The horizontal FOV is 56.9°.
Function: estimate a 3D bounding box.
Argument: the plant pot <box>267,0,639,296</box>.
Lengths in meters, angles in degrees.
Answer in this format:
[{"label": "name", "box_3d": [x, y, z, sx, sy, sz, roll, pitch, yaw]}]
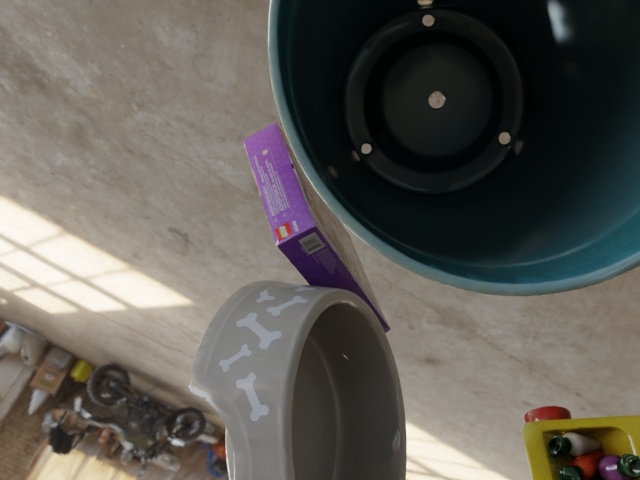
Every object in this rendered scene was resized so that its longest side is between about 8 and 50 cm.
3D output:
[{"label": "plant pot", "box_3d": [0.108, -0.115, 0.432, 0.271, 0.272, 0.255, 25, -176, -2]}]

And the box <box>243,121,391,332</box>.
[{"label": "box", "box_3d": [0.000, 0.000, 0.839, 0.057, 0.201, 0.293, -27, 140, 8]}]

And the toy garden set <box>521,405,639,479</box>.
[{"label": "toy garden set", "box_3d": [0.213, 0.165, 0.264, 0.244, 0.204, 0.049, -10, 141, 14]}]

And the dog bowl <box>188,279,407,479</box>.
[{"label": "dog bowl", "box_3d": [-0.002, 0.211, 0.658, 0.102, 0.349, 0.349, -10, 138, 27]}]
